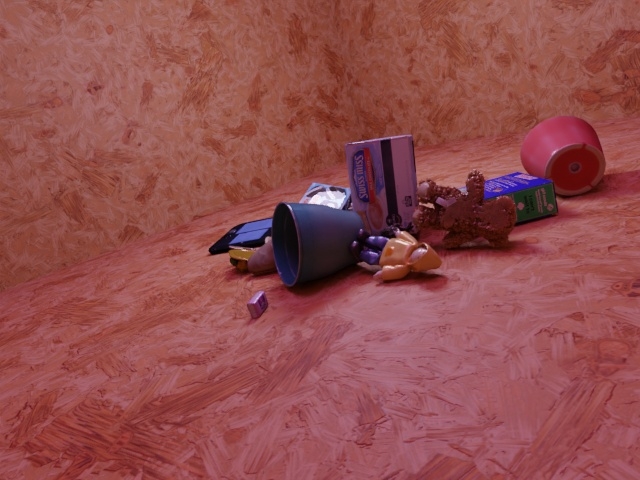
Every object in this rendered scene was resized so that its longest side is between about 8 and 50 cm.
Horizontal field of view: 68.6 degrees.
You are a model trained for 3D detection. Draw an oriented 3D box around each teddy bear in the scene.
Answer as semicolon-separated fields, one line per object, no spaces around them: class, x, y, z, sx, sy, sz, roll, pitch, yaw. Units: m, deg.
teddy bear;0.440;-0.090;1.462;0.338;0.245;0.113;-5;-9;35

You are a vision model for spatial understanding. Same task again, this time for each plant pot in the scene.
plant pot;0.000;0.000;1.543;0.255;0.271;0.272;-6;11;-23
plant pot;0.899;-0.298;1.719;0.275;0.275;0.243;-11;24;18

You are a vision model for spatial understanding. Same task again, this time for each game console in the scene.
game console;-0.323;-0.038;2.341;0.387;0.060;0.342;-10;16;21

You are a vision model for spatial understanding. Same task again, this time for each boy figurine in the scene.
boy figurine;0.219;0.046;1.386;0.285;0.092;0.177;14;64;48

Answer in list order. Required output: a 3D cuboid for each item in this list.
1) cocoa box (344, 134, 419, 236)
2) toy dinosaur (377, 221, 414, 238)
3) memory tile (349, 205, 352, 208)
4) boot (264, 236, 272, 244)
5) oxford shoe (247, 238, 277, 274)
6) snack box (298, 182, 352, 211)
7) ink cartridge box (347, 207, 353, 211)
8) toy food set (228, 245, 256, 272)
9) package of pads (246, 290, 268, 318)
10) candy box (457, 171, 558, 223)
cocoa box;0.237;-0.201;1.736;0.228;0.347;0.231;-5;10;16
toy dinosaur;0.246;-0.016;1.595;0.118;0.064;0.268;-6;-12;-13
memory tile;0.085;-0.089;2.019;0.012;0.113;0.148;20;34;37
boot;-0.138;0.023;1.902;0.165;0.077;0.213;-17;22;-3
oxford shoe;-0.139;0.003;1.721;0.348;0.123;0.130;-34;-30;7
snack box;-0.006;-0.111;1.906;0.187;0.060;0.322;12;45;20
ink cartridge box;0.159;-0.083;1.958;0.090;0.092;0.143;-13;16;9
toy food set;-0.309;0.083;1.897;0.128;0.071;0.218;5;10;-15
package of pads;-0.188;0.191;1.402;0.032;0.050;0.083;-10;17;19
candy box;0.604;-0.133;1.638;0.317;0.122;0.268;-16;14;3
